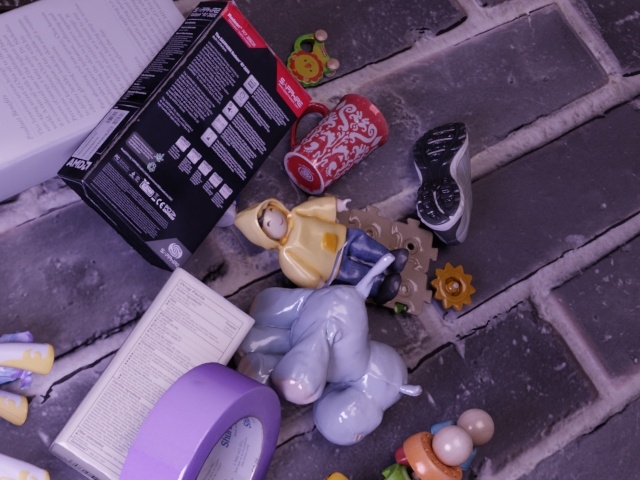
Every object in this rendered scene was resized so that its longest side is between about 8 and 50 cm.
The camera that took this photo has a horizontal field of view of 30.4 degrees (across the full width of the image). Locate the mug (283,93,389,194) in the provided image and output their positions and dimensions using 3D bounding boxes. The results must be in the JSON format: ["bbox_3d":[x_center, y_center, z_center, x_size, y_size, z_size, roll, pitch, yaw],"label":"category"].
[{"bbox_3d":[0.012,-0.165,2.062,0.169,0.150,0.113,-44,126,-29],"label":"mug"}]

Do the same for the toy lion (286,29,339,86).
[{"bbox_3d":[-0.021,-0.330,2.153,0.096,0.034,0.100,-15,73,-22],"label":"toy lion"}]

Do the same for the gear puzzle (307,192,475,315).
[{"bbox_3d":[0.114,0.040,2.031,0.339,0.044,0.175,16,68,-16],"label":"gear puzzle"}]

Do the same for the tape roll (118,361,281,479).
[{"bbox_3d":[-0.165,0.311,1.633,0.090,0.274,0.275,23,53,24],"label":"tape roll"}]

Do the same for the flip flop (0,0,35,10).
[{"bbox_3d":[-0.600,-0.406,1.900,0.277,0.080,0.112,-6,74,-11],"label":"flip flop"}]

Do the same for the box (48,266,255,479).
[{"bbox_3d":[-0.243,0.209,1.710,0.148,0.121,0.311,37,67,-5],"label":"box"}]

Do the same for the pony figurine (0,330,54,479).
[{"bbox_3d":[-0.541,0.193,1.550,0.364,0.303,0.350,11,70,-37],"label":"pony figurine"}]

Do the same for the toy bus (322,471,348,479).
[{"bbox_3d":[0.091,0.503,1.749,0.332,0.130,0.108,45,58,1],"label":"toy bus"}]

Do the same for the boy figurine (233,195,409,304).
[{"bbox_3d":[0.000,0.000,1.923,0.285,0.092,0.177,26,71,-15],"label":"boy figurine"}]

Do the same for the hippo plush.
[{"bbox_3d":[0.018,0.184,1.855,0.294,0.234,0.236,-53,125,-16],"label":"hippo plush"}]

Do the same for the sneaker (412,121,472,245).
[{"bbox_3d":[0.228,-0.106,2.132,0.108,0.100,0.271,57,31,-43],"label":"sneaker"}]

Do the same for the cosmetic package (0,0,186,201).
[{"bbox_3d":[-0.415,-0.241,1.848,0.453,0.161,0.230,-29,82,-32],"label":"cosmetic package"}]

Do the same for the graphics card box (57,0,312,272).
[{"bbox_3d":[-0.201,-0.161,1.819,0.371,0.094,0.233,-55,128,-17],"label":"graphics card box"}]

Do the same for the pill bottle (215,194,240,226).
[{"bbox_3d":[-0.165,-0.089,1.948,0.067,0.067,0.120,14,62,-18],"label":"pill bottle"}]

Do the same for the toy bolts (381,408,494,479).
[{"bbox_3d":[0.213,0.359,1.803,0.218,0.158,0.228,46,18,-3],"label":"toy bolts"}]
